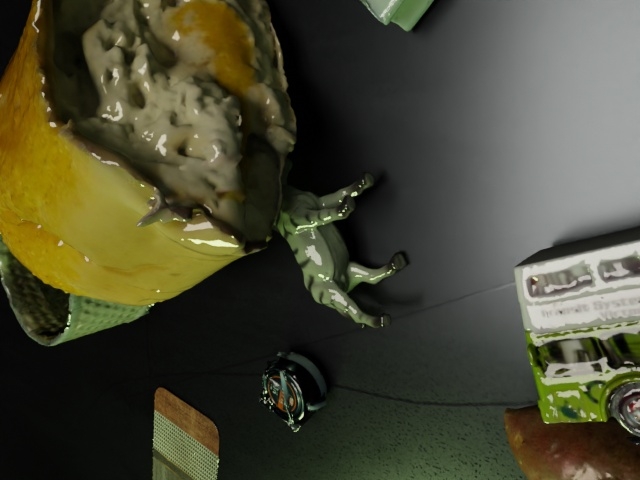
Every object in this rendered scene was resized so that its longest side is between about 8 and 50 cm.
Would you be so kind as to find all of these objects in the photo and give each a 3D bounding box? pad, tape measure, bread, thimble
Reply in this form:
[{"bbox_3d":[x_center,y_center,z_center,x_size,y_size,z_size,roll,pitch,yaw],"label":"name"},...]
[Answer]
[{"bbox_3d":[-0.192,0.412,0.863,0.323,0.055,0.250,30,118,50],"label":"pad"},{"bbox_3d":[-0.036,0.193,0.690,0.091,0.054,0.094,36,127,25],"label":"tape measure"},{"bbox_3d":[-0.244,-0.107,0.622,0.394,0.250,0.361,-25,66,39],"label":"bread"},{"bbox_3d":[-0.402,0.027,0.881,0.270,0.150,0.271,10,106,37],"label":"thimble"}]

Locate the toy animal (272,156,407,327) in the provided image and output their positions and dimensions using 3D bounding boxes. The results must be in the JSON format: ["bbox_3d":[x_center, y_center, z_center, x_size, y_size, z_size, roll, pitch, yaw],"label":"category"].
[{"bbox_3d":[-0.004,0.001,0.613,0.176,0.073,0.217,-17,95,47],"label":"toy animal"}]

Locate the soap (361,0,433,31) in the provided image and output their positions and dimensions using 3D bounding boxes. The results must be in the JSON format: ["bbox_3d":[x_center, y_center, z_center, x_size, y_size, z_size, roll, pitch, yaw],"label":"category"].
[{"bbox_3d":[0.094,-0.301,0.466,0.115,0.063,0.198,54,126,18],"label":"soap"}]

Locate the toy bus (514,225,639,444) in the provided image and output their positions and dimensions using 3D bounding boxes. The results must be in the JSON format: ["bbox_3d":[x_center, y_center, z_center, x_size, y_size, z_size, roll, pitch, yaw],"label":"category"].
[{"bbox_3d":[0.294,0.047,0.362,0.301,0.113,0.139,-17,89,37],"label":"toy bus"}]

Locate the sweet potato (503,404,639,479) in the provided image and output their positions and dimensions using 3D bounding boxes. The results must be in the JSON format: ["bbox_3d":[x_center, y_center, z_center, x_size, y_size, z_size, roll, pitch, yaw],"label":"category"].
[{"bbox_3d":[0.318,0.226,0.388,0.385,0.109,0.109,21,113,26],"label":"sweet potato"}]
